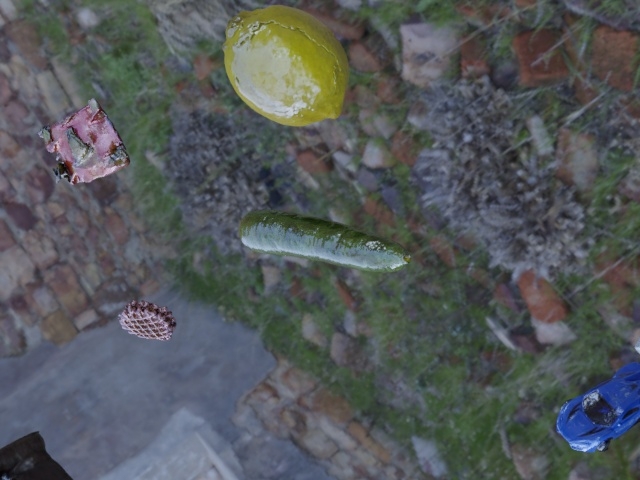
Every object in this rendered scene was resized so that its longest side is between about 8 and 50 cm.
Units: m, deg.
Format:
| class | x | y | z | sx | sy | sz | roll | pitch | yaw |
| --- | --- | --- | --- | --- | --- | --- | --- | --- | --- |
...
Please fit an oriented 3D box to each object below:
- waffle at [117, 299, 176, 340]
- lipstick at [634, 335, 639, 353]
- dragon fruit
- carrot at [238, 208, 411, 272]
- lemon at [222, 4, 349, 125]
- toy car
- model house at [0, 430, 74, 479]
| class | x | y | z | sx | sy | sz | roll | pitch | yaw |
| --- | --- | --- | --- | --- | --- | --- | --- | --- | --- |
| waffle | -0.248 | 0.115 | 1.099 | 0.083 | 0.029 | 0.075 | 17 | 138 | -5 |
| lipstick | 0.511 | 0.100 | 0.847 | 0.080 | 0.076 | 0.371 | 42 | 158 | -6 |
| dragon fruit | -0.338 | -0.132 | 1.066 | 0.147 | 0.096 | 0.102 | 9 | 125 | 61 |
| carrot | 0.000 | 0.000 | 1.134 | 0.359 | 0.074 | 0.074 | 10 | 133 | 49 |
| lemon | -0.061 | -0.315 | 1.390 | 0.260 | 0.204 | 0.204 | 38 | 162 | -7 |
| toy car | 0.508 | 0.286 | 1.336 | 0.103 | 0.216 | 0.063 | 51 | 160 | 39 |
| model house | -0.240 | 0.251 | 0.614 | 0.164 | 0.141 | 0.203 | 53 | 139 | 1 |
